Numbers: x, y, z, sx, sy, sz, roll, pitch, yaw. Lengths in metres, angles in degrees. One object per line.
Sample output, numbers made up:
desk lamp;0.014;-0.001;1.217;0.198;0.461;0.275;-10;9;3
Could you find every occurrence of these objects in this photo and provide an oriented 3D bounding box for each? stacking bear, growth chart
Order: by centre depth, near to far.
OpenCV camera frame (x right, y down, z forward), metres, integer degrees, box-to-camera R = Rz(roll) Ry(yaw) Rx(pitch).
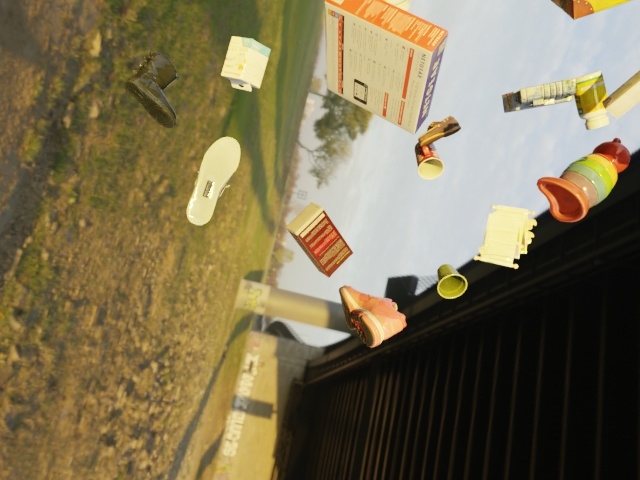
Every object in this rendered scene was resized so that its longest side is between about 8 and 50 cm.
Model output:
stacking bear;0.875;-0.211;1.847;0.289;0.175;0.164;-40;-160;-13
growth chart;0.640;-0.017;1.966;0.021;0.172;0.237;79;31;-68

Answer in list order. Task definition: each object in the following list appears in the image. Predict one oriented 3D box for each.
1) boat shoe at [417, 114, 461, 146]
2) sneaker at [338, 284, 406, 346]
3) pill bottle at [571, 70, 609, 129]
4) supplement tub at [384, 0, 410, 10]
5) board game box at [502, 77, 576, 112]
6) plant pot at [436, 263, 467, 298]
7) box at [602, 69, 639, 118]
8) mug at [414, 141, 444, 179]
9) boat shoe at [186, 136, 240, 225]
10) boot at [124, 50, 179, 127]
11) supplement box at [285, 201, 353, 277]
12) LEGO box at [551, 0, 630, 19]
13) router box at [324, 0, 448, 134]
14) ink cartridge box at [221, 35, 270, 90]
boat shoe;0.449;-0.424;2.211;0.073;0.207;0.073;60;-30;8
sneaker;0.152;0.210;1.682;0.314;0.136;0.115;-135;-150;-66
pill bottle;1.063;-0.547;2.246;0.117;0.118;0.208;-105;176;-80
supplement tub;0.212;-0.839;1.845;0.144;0.145;0.199;-82;158;-51
board game box;0.638;-0.422;1.686;0.194;0.194;0.060;-31;112;-69
plant pot;0.365;0.108;1.628;0.079;0.083;0.083;-96;-160;-59
box;1.084;-0.538;1.877;0.324;0.067;0.063;-47;-162;39
mug;0.476;-0.376;2.513;0.169;0.113;0.150;-93;-170;-49
boat shoe;-0.354;-0.192;1.880;0.105;0.113;0.306;-172;-80;-73
boot;-0.295;-0.282;1.062;0.045;0.121;0.099;-17;-143;43
supplement box;0.000;0.000;1.957;0.130;0.239;0.073;-44;-143;-13
LEGO box;0.928;-0.893;1.719;0.372;0.501;0.193;-98;168;-50
router box;0.158;-0.465;1.507;0.082;0.301;0.335;-54;166;-19
ink cartridge box;-0.232;-0.540;1.766;0.090;0.092;0.143;10;98;-56
